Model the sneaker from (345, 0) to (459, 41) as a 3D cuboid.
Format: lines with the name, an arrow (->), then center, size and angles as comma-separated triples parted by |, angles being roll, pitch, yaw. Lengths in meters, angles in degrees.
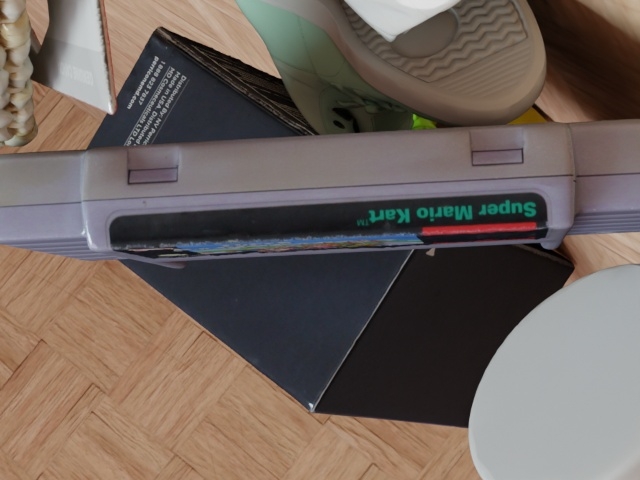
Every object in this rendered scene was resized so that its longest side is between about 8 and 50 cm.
sneaker -> -0.013, -0.170, 0.895 | 0.169, 0.108, 0.292 | 45, 171, -22

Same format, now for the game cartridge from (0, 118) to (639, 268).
game cartridge -> 0.013, -0.020, 0.962 | 0.355, 0.068, 0.230 | -3, -179, 6

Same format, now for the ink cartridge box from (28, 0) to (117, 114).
ink cartridge box -> -0.132, -0.209, 0.857 | 0.296, 0.066, 0.261 | -154, 52, -67

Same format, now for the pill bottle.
pill bottle -> 0.269, 0.184, 1.118 | 0.361, 0.204, 0.204 | 42, 173, -29

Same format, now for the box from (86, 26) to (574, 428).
box -> 0.000, 0.000, 1.416 | 0.294, 0.182, 0.296 | 35, -171, 28

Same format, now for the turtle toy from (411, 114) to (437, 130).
turtle toy -> 0.048, -0.094, 1.286 | 0.130, 0.066, 0.095 | 36, 174, 23

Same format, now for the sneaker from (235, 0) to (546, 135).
sneaker -> 0.053, -0.096, 0.996 | 0.256, 0.094, 0.151 | 36, 162, 46

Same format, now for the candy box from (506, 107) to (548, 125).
candy box -> 0.054, -0.134, 1.145 | 0.206, 0.027, 0.105 | 41, 176, -16

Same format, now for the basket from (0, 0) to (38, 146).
basket -> -0.294, -0.192, 0.772 | 0.328, 0.266, 0.331 | 123, 130, -75
